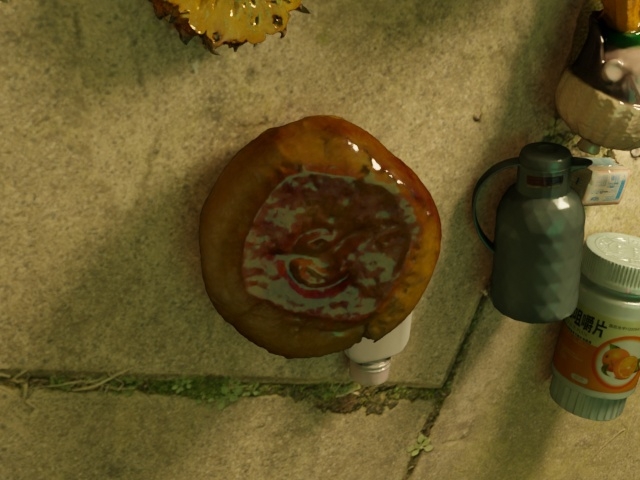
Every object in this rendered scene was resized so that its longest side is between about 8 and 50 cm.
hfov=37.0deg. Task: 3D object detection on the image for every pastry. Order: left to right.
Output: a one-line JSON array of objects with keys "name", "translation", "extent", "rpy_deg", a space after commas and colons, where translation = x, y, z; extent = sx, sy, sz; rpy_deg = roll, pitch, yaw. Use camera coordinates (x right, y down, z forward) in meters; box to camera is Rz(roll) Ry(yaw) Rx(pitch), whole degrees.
[{"name": "pastry", "translation": [0.000, 0.000, 1.299], "extent": [0.356, 0.164, 0.356], "rpy_deg": [-6, 118, -12]}]

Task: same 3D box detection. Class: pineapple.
[{"name": "pineapple", "translation": [-0.122, -0.283, 1.140], "extent": [0.233, 0.079, 0.135], "rpy_deg": [1, 117, -31]}]

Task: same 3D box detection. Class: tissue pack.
[{"name": "tissue pack", "translation": [0.466, -0.099, 1.610], "extent": [0.094, 0.059, 0.074], "rpy_deg": [-3, 119, -30]}]

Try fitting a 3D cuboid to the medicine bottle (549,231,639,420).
[{"name": "medicine bottle", "translation": [0.516, 0.159, 1.720], "extent": [0.158, 0.158, 0.318], "rpy_deg": [-7, 119, -28]}]

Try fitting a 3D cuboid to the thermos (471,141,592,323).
[{"name": "thermos", "translation": [0.335, -0.017, 1.536], "extent": [0.182, 0.145, 0.286], "rpy_deg": [-1, 119, 7]}]

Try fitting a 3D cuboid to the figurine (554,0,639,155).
[{"name": "figurine", "translation": [0.449, -0.297, 1.434], "extent": [0.185, 0.204, 0.332], "rpy_deg": [-27, 111, -54]}]

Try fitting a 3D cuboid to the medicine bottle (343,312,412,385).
[{"name": "medicine bottle", "translation": [0.083, 0.135, 1.501], "extent": [0.119, 0.069, 0.183], "rpy_deg": [-12, 120, -26]}]
